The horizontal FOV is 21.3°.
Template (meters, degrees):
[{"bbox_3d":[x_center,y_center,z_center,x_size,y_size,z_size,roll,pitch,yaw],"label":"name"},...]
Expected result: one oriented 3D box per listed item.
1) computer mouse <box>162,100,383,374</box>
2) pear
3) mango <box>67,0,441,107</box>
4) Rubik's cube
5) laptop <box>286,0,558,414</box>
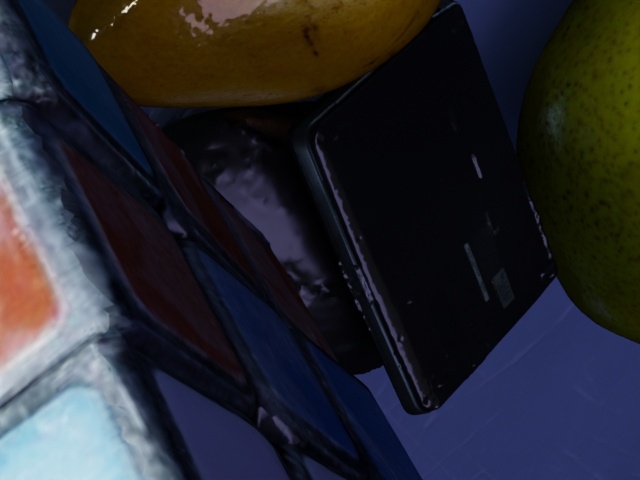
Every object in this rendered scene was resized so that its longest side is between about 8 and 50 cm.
[{"bbox_3d":[0.004,0.002,1.046,0.323,0.116,0.183,-7,121,-44],"label":"computer mouse"},{"bbox_3d":[0.268,-0.071,1.137,0.294,0.294,0.294,-29,141,-27],"label":"pear"},{"bbox_3d":[-0.032,-0.130,0.879,0.219,0.112,0.145,-24,144,-28],"label":"mango"},{"bbox_3d":[-0.148,0.149,0.727,0.363,0.359,0.362,-33,145,6],"label":"Rubik's cube"},{"bbox_3d":[0.066,-0.017,0.996,0.154,0.026,0.207,-44,124,-34],"label":"laptop"}]
